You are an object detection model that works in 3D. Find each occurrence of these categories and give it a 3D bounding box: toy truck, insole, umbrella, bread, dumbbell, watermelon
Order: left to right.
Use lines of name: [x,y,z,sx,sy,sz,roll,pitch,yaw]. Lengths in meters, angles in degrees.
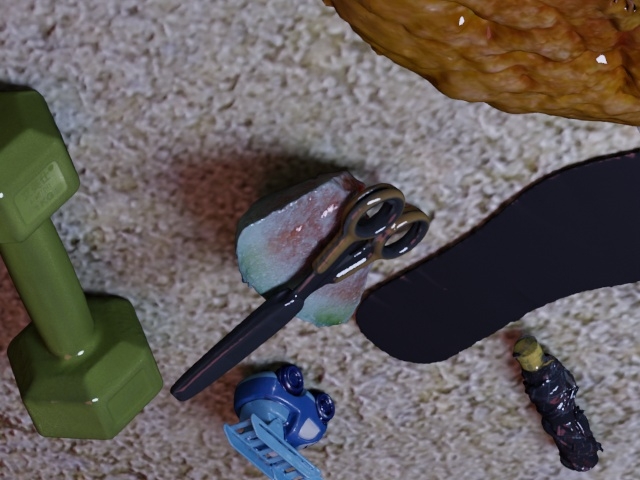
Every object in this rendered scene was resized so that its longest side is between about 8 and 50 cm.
dumbbell: [-0.205,0.024,1.440,0.108,0.121,0.302,27,149,34]
toy truck: [-0.016,0.162,1.563,0.063,0.074,0.136,-24,127,37]
watermelon: [-0.008,0.003,1.387,0.094,0.081,0.180,-8,153,3]
insole: [0.158,0.013,1.385,0.119,0.009,0.348,39,135,-23]
umbrella: [0.181,0.124,1.481,0.040,0.037,0.144,-27,130,5]
bread: [0.155,-0.169,1.002,0.312,0.172,0.312,5,162,2]

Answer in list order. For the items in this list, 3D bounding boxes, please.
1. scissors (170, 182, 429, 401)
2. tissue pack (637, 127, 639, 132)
scissors: [-0.020,0.042,1.368,0.220,0.017,0.088,-40,149,8]
tissue pack: [0.251,-0.118,1.163,0.148,0.060,0.109,-11,134,27]
